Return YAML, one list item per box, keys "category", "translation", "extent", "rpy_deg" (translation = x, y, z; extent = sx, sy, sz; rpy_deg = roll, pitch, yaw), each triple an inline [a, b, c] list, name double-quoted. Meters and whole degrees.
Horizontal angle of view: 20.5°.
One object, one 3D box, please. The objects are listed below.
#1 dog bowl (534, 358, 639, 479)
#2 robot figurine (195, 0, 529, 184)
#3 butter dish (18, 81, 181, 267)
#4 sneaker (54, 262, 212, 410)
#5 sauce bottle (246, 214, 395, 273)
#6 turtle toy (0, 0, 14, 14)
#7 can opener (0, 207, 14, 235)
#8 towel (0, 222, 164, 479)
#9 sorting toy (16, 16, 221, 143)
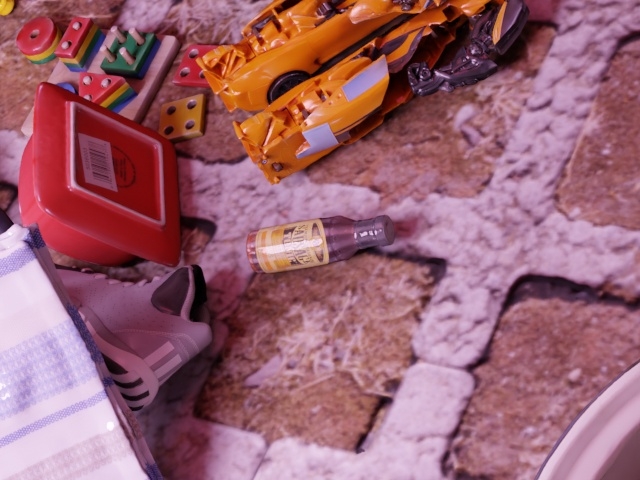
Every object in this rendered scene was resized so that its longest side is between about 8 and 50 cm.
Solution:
- category: "dog bowl"
  translation: [0.323, 0.241, 1.079]
  extent: [0.408, 0.150, 0.408]
  rpy_deg: [-15, 53, 21]
- category: "robot figurine"
  translation: [0.042, -0.184, 1.580]
  extent: [0.291, 0.085, 0.211]
  rpy_deg: [-34, 48, 4]
- category: "butter dish"
  translation: [-0.217, -0.038, 1.604]
  extent: [0.118, 0.160, 0.160]
  rpy_deg: [-37, 43, 34]
- category: "sneaker"
  translation: [-0.168, 0.056, 1.546]
  extent: [0.132, 0.086, 0.228]
  rpy_deg: [-35, 42, -19]
- category: "sauce bottle"
  translation: [0.000, 0.000, 1.503]
  extent: [0.128, 0.042, 0.042]
  rpy_deg: [-12, 53, 24]
- category: "turtle toy"
  translation: [-0.394, -0.267, 1.891]
  extent: [0.066, 0.095, 0.130]
  rpy_deg: [-56, 46, 14]
- category: "can opener"
  translation: [-0.338, -0.033, 1.689]
  extent: [0.073, 0.059, 0.186]
  rpy_deg: [-27, 53, -30]
- category: "towel"
  translation: [-0.256, 0.152, 1.390]
  extent: [0.209, 0.285, 0.034]
  rpy_deg: [-26, 11, -2]
- category: "sorting toy"
  translation: [-0.217, -0.159, 1.736]
  extent: [0.274, 0.046, 0.132]
  rpy_deg: [10, 64, 34]
